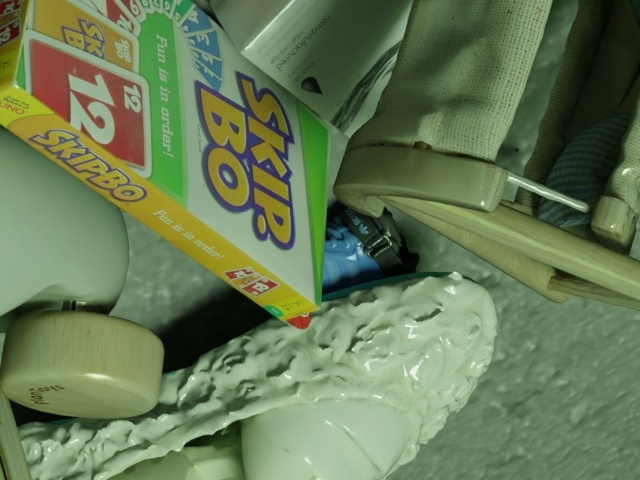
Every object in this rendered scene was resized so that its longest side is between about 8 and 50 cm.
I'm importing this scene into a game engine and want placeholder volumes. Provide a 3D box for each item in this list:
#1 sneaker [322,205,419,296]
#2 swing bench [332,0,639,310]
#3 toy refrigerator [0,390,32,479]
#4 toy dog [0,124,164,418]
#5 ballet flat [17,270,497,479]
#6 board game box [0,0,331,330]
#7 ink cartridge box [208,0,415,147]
[{"bbox_3d":[0.000,-0.001,0.854,0.084,0.058,0.152,-47,129,11],"label":"sneaker"},{"bbox_3d":[0.137,-0.108,0.692,0.255,0.165,0.253,24,83,-38],"label":"swing bench"},{"bbox_3d":[-0.210,0.140,0.715,0.102,0.269,0.094,15,120,-35],"label":"toy refrigerator"},{"bbox_3d":[-0.211,-0.022,0.660,0.161,0.220,0.333,-14,133,28],"label":"toy dog"},{"bbox_3d":[-0.070,0.152,0.845,0.409,0.147,0.147,-21,135,6],"label":"ballet flat"},{"bbox_3d":[-0.067,-0.058,0.718,0.039,0.124,0.259,-15,145,28],"label":"board game box"},{"bbox_3d":[0.038,-0.110,0.776,0.104,0.060,0.180,-45,133,12],"label":"ink cartridge box"}]
